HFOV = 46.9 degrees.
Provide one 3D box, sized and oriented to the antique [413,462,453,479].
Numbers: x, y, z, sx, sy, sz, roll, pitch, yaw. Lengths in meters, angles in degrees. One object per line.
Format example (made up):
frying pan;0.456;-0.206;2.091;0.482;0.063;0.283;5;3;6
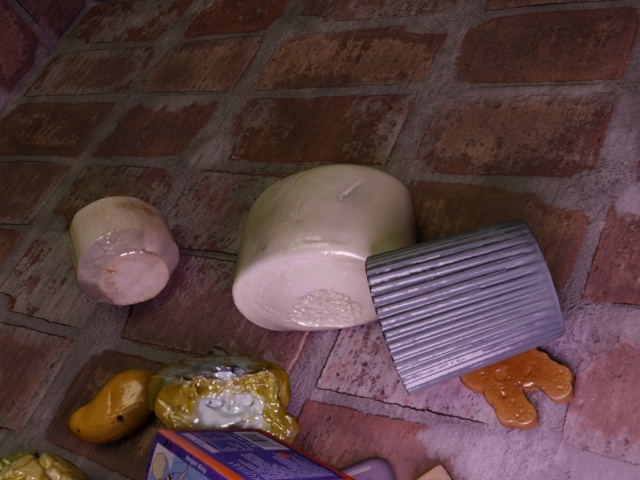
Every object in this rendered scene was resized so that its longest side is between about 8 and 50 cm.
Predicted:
antique;0.270;0.555;1.314;0.087;0.093;0.310;-34;44;-1

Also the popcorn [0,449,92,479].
popcorn;-0.642;0.595;1.678;0.224;0.258;0.270;-42;7;-15

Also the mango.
mango;-0.516;0.426;1.869;0.262;0.109;0.157;-33;54;8

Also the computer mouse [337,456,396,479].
computer mouse;0.047;0.521;1.498;0.232;0.057;0.120;-23;45;8

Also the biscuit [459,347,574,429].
biscuit;0.384;0.260;1.536;0.186;0.044;0.295;-32;43;-3

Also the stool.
stool;0.289;0.123;1.485;0.330;0.297;0.297;-18;46;9

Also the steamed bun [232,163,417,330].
steamed bun;0.000;0.000;1.801;0.455;0.290;0.371;-13;47;20

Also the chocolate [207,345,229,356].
chocolate;-0.268;0.341;1.822;0.072;0.072;0.167;-4;52;27

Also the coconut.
coconut;-0.571;0.026;2.115;0.323;0.323;0.323;-16;47;18

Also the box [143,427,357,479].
box;-0.147;0.535;1.319;0.348;0.256;0.319;10;88;53

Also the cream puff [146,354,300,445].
cream puff;-0.224;0.393;1.642;0.323;0.270;0.274;1;6;-15
